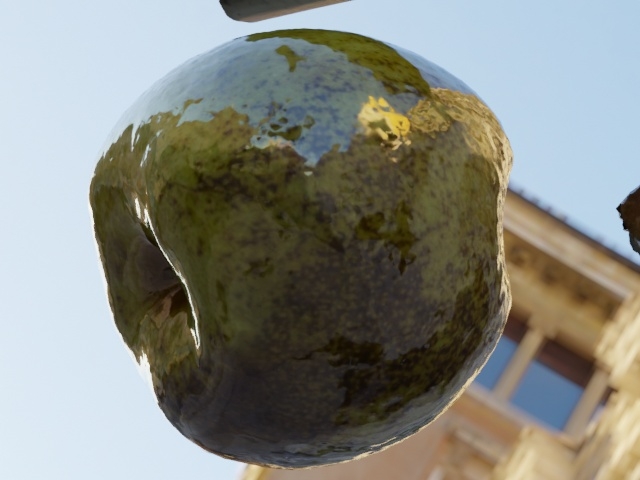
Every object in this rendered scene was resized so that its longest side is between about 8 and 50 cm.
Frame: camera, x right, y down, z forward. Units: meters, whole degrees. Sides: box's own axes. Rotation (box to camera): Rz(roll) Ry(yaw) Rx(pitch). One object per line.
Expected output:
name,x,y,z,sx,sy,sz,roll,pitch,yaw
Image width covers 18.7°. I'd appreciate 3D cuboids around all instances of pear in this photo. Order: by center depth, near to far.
pear,0.000,0.000,0.877,0.197,0.197,0.197,23,-36,18

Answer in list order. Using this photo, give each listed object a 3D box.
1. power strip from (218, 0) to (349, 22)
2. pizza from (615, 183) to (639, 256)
power strip,0.019,-0.164,0.940,0.268,0.034,0.092,-6,-92,46
pizza,0.176,-0.006,0.707,0.131,0.178,0.041,-14,-13,25
